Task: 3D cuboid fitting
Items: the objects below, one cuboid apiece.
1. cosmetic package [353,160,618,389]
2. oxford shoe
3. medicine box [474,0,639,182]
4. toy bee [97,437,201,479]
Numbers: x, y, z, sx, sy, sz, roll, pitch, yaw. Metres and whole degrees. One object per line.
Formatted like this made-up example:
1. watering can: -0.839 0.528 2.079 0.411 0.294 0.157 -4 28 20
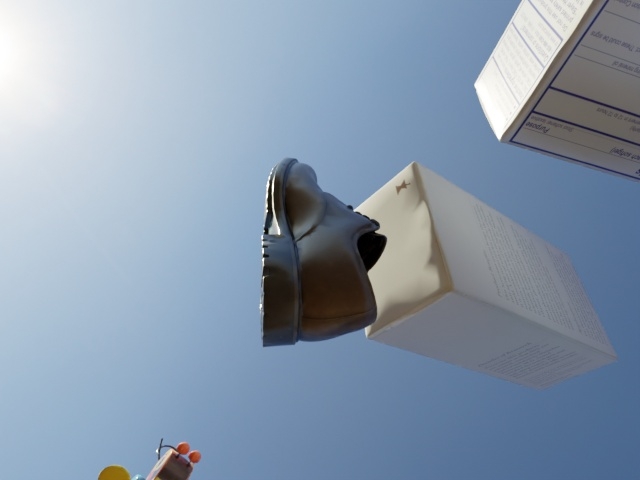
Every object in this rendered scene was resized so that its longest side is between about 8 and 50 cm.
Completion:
1. cosmetic package: 0.272 0.082 0.835 0.161 0.453 0.230 -39 -138 35
2. oxford shoe: 0.000 0.000 0.406 0.096 0.082 0.227 0 -146 -6
3. medicine box: 0.370 -0.227 0.566 0.149 0.264 0.289 -90 -162 -45
4. toy bee: -0.293 0.435 0.892 0.162 0.195 0.298 -48 -151 20
